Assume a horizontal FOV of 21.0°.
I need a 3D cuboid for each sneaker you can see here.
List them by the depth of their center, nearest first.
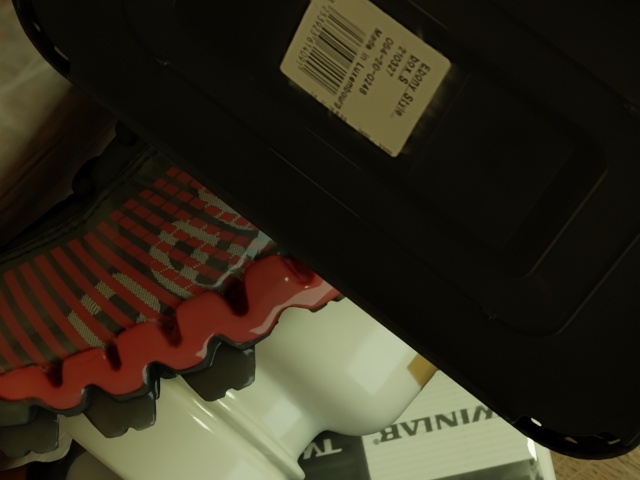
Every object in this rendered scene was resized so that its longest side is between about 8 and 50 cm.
[{"bbox_3d":[-0.014,-0.040,0.525,0.276,0.135,0.097,-30,-172,5],"label":"sneaker"}]

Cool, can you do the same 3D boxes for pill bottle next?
[{"bbox_3d":[0.000,0.000,0.655,0.229,0.131,0.131,-51,173,-9],"label":"pill bottle"},{"bbox_3d":[-0.023,0.119,0.747,0.246,0.130,0.130,-13,174,3],"label":"pill bottle"}]

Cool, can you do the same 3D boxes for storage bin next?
[{"bbox_3d":[0.032,-0.054,0.381,0.084,0.180,0.122,-47,172,-40],"label":"storage bin"}]
